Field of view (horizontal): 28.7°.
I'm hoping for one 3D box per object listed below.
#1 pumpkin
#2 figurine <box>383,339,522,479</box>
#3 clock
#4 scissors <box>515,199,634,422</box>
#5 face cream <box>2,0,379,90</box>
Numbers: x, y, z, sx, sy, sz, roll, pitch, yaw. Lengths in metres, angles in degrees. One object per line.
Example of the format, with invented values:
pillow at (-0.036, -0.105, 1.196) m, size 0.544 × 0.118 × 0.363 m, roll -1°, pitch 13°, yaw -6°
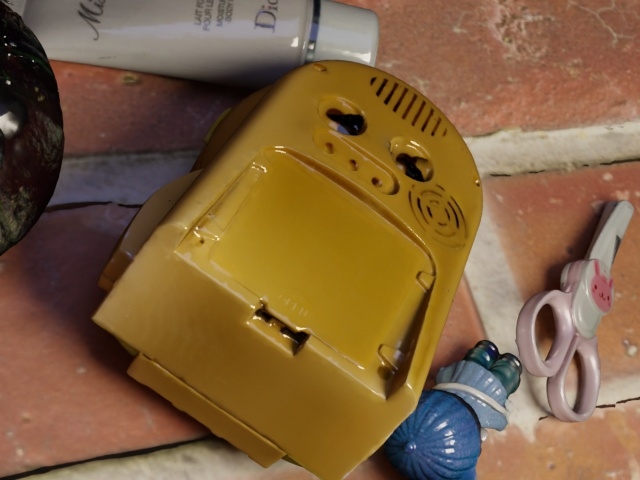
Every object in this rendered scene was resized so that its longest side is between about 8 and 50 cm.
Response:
pumpkin at (-0.290, -0.081, 0.863) m, size 0.233 × 0.163 × 0.233 m, roll 5°, pitch 64°, yaw -10°
figurine at (0.111, 0.139, 0.991) m, size 0.086 × 0.087 × 0.149 m, roll 35°, pitch 50°, yaw 16°
clock at (0.000, 0.000, 0.953) m, size 0.244 × 0.200 × 0.317 m, roll 38°, pitch 48°, yaw -7°
scissors at (0.234, 0.044, 1.105) m, size 0.118 × 0.030 × 0.242 m, roll 55°, pitch 46°, yaw -26°
face cream at (-0.108, -0.184, 1.057) m, size 0.314 × 0.089 × 0.143 m, roll 9°, pitch 61°, yaw -8°
